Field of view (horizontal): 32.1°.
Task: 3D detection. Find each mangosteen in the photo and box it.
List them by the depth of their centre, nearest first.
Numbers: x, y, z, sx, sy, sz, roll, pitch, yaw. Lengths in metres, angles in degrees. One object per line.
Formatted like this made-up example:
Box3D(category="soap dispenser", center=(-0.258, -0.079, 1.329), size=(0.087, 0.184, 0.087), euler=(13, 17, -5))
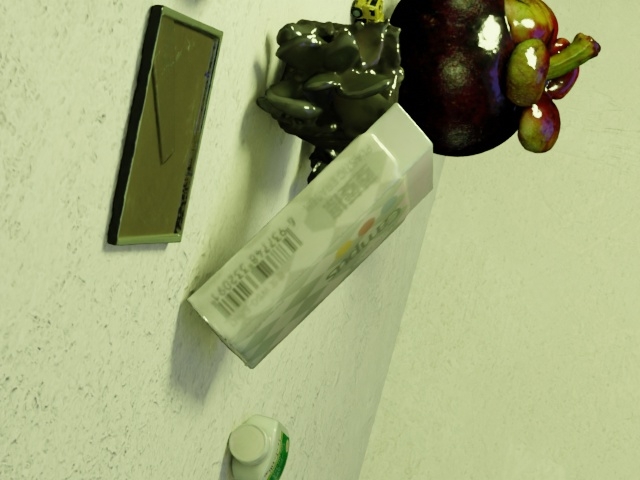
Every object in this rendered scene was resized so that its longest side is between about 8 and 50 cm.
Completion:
Box3D(category="mangosteen", center=(0.328, -0.348, 2.243), size=(0.382, 0.435, 0.382), euler=(12, 90, -80))

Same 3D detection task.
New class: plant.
Box3D(category="plant", center=(0.026, -0.238, 1.656), size=(0.276, 0.199, 0.188), euler=(29, 68, -80))

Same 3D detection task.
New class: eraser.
Box3D(category="eraser", center=(-0.001, 0.000, 1.581), size=(0.397, 0.082, 0.213), euler=(-44, 162, -8))

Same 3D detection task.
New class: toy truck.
Box3D(category="toy truck", center=(0.087, -0.407, 2.018), size=(0.083, 0.054, 0.049), euler=(87, 21, -47))

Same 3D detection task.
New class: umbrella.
Box3D(category="umbrella", center=(0.039, -0.176, 1.944), size=(0.272, 0.110, 0.122), euler=(-56, 156, -46))

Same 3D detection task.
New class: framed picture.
Box3D(category="framed picture", center=(-0.175, -0.126, 1.276), size=(0.192, 0.018, 0.265), euler=(-3, 106, -76))

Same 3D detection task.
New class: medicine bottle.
Box3D(category="medicine bottle", center=(-0.105, 0.360, 1.901), size=(0.183, 0.069, 0.119), euler=(64, 43, -67))
